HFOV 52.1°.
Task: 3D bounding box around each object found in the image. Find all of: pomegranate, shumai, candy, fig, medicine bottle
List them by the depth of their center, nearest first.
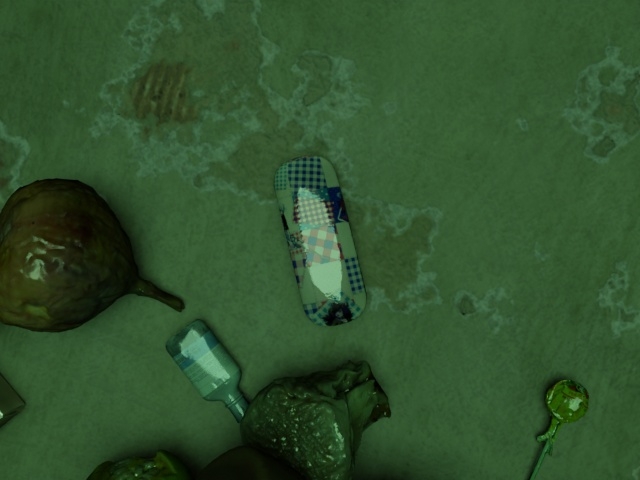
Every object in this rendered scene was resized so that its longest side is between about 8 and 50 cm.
[{"bbox_3d":[-0.340,0.483,1.134,0.235,0.302,0.236,-7,72,20],"label":"pomegranate"},{"bbox_3d":[-0.420,0.064,1.204,0.368,0.286,0.286,32,89,-31],"label":"fig"},{"bbox_3d":[0.000,0.347,1.209,0.260,0.222,0.225,-29,77,31],"label":"shumai"},{"bbox_3d":[0.434,0.388,1.253,0.077,0.073,0.262,24,96,19],"label":"candy"},{"bbox_3d":[-0.204,0.254,1.255,0.090,0.054,0.208,-37,92,-1],"label":"medicine bottle"}]

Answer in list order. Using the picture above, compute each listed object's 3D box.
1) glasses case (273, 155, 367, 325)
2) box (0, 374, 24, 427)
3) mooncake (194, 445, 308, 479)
[{"bbox_3d":[0.000,0.000,1.248,0.125,0.076,0.328,-14,90,-2],"label":"glasses case"},{"bbox_3d":[-0.704,0.325,1.234,0.212,0.095,0.168,-40,87,0],"label":"box"},{"bbox_3d":[-0.121,0.475,1.013,0.155,0.284,0.284,36,89,-21],"label":"mooncake"}]
